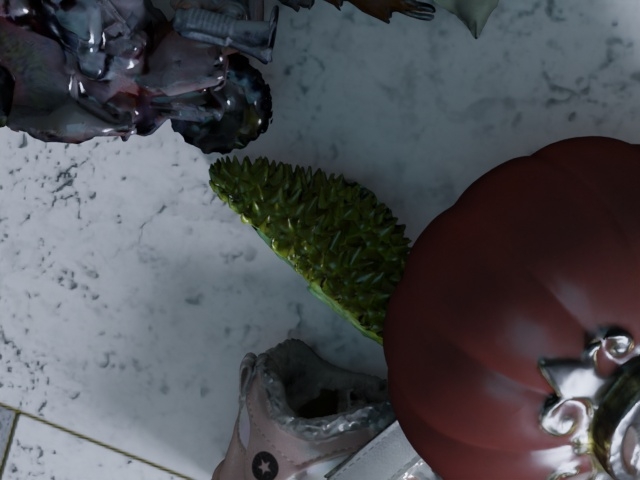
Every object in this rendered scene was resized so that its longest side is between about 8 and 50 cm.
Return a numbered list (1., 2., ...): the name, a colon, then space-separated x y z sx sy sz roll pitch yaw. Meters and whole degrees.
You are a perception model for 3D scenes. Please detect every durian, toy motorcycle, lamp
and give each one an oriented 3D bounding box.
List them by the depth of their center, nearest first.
1. lamp: 0.192 0.069 1.373 0.303 0.257 0.303 -15 125 -22
2. toy motorcycle: -0.118 -0.166 1.423 0.401 0.134 0.207 8 120 11
3. durian: 0.006 -0.008 1.462 0.221 0.137 0.095 37 85 2

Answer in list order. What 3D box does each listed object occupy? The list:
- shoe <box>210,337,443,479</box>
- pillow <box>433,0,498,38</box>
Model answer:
1. shoe: 0.069 0.211 1.514 0.351 0.172 0.198 11 111 6
2. pillow: 0.034 -0.266 1.371 0.254 0.078 0.144 25 113 1
